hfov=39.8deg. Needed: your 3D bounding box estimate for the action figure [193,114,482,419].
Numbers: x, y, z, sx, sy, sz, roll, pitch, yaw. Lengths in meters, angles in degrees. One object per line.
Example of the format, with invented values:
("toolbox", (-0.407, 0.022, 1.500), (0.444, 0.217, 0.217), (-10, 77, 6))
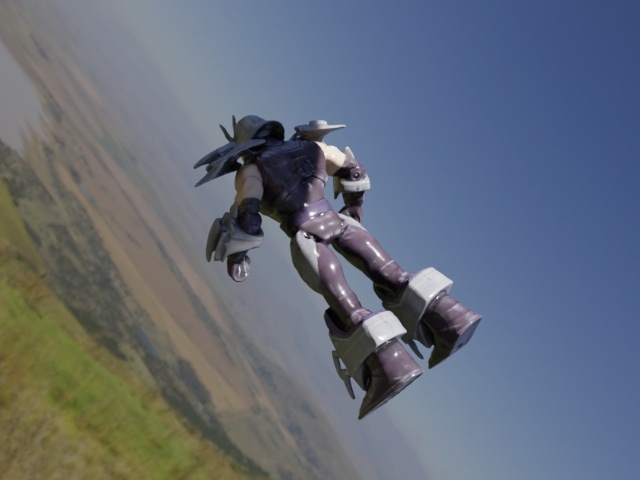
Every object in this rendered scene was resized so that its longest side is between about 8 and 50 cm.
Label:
("action figure", (0.000, 0.000, 0.754), (0.285, 0.185, 0.099), (54, -33, 14))
